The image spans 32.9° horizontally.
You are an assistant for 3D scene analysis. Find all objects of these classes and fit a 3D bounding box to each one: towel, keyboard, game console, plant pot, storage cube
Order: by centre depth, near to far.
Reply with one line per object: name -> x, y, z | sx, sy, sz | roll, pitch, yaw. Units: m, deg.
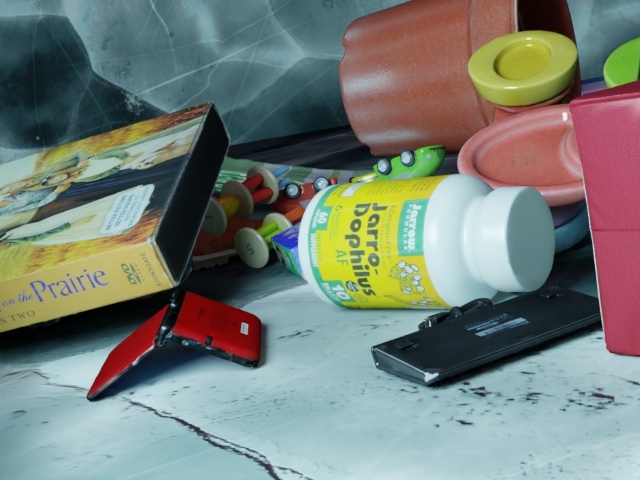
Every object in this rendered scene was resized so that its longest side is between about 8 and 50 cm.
storage cube -> 0.305, -0.030, 0.717 | 0.215, 0.183, 0.193 | -20, 13, -39
keyboard -> 0.127, 0.070, 0.821 | 0.180, 0.023, 0.108 | -15, 17, -26
game console -> -0.122, 0.100, 0.941 | 0.124, 0.085, 0.144 | 20, 9, -6
plant pot -> 0.184, -0.228, 1.466 | 0.265, 0.272, 0.272 | -6, 11, 28
towel -> -0.067, -0.105, 1.722 | 0.325, 0.038, 0.248 | 5, 11, 5

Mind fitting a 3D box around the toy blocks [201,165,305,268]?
toy blocks -> -0.064, -0.039, 1.344 | 0.123, 0.054, 0.148 | 37, 44, 19

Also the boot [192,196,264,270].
boot -> -0.108, -0.020, 1.389 | 0.158, 0.084, 0.059 | -16, 9, -35

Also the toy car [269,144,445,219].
toy car -> 0.075, -0.075, 1.444 | 0.239, 0.053, 0.225 | -11, -5, -45

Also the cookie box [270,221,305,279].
cookie box -> 0.000, 0.000, 1.230 | 0.092, 0.040, 0.107 | -28, 12, -10

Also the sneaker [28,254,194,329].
sneaker -> -0.274, 0.051, 1.206 | 0.283, 0.110, 0.122 | -9, 28, 23

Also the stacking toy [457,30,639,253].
stacking toy -> 0.290, -0.096, 1.141 | 0.280, 0.130, 0.309 | -2, 40, 19

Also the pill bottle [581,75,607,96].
pill bottle -> 0.403, -0.175, 1.575 | 0.222, 0.124, 0.124 | -10, 10, 1

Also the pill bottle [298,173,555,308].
pill bottle -> 0.093, 0.002, 0.953 | 0.208, 0.117, 0.118 | -2, 14, 39

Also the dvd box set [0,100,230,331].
dvd box set -> -0.320, -0.009, 1.163 | 0.421, 0.062, 0.307 | -14, 29, 16
